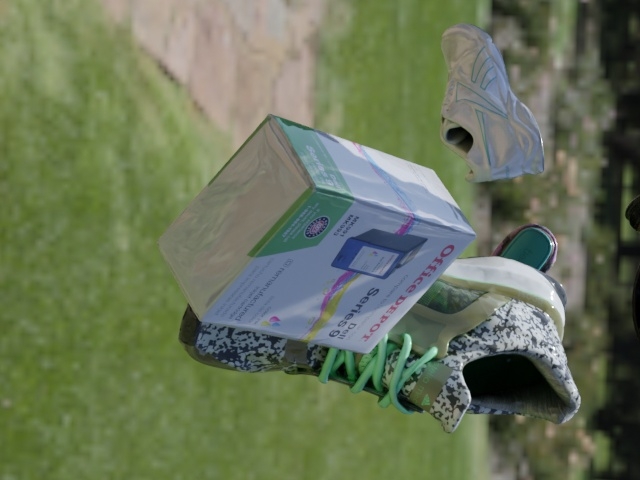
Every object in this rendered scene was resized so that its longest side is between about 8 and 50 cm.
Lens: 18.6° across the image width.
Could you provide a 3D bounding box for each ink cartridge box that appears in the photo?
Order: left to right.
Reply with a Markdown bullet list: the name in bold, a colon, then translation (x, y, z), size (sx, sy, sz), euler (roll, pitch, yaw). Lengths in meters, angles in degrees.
- **ink cartridge box**: translation (0.000, 0.000, 1.596), size (0.212, 0.154, 0.093), euler (15, 35, -49)

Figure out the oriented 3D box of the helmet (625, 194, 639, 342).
- **helmet**: translation (0.325, 0.033, 1.587), size (0.161, 0.169, 0.169), euler (43, 48, -54)

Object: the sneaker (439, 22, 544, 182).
- **sneaker**: translation (0.110, -0.102, 1.416), size (0.054, 0.061, 0.152), euler (80, -9, -48)

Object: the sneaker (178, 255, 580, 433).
- **sneaker**: translation (0.074, 0.097, 1.808), size (0.182, 0.410, 0.158), euler (-119, -141, -52)

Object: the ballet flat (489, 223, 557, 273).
- **ballet flat**: translation (0.175, 0.075, 2.108), size (0.221, 0.077, 0.079), euler (-49, 168, -7)
